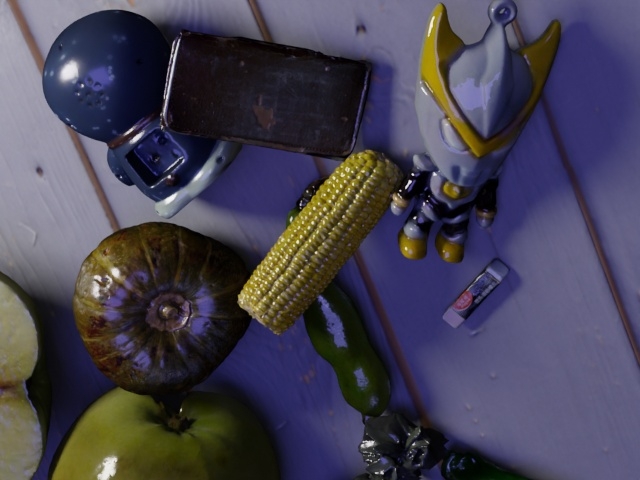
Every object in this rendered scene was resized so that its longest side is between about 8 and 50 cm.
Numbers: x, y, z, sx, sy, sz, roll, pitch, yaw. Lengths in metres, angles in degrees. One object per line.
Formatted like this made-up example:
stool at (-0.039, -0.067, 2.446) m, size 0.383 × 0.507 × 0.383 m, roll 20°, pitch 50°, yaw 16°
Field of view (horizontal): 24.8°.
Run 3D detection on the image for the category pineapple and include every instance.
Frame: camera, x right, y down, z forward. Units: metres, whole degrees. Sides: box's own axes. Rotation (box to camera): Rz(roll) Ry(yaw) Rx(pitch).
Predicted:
pineapple at (0.069, 0.315, 1.800) m, size 0.237 × 0.119 × 0.111 m, roll -55°, pitch 50°, yaw 21°

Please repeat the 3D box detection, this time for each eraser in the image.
eraser at (0.184, 0.064, 1.727) m, size 0.027 × 0.019 × 0.099 m, roll 40°, pitch 115°, yaw -2°

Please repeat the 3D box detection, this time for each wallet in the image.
wallet at (-0.061, -0.165, 1.646) m, size 0.232 × 0.031 × 0.122 m, roll 8°, pitch 102°, yaw -19°

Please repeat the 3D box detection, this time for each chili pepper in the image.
chili pepper at (0.245, 0.322, 1.785) m, size 0.216 × 0.062 × 0.108 m, roll 33°, pitch 108°, yaw 2°

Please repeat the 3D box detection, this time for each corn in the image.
corn at (0.000, 0.000, 1.683) m, size 0.081 × 0.081 × 0.248 m, roll 39°, pitch 94°, yaw -2°

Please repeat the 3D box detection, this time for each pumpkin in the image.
pumpkin at (-0.198, 0.079, 1.762) m, size 0.219 × 0.162 × 0.219 m, roll -4°, pitch 107°, yaw -12°

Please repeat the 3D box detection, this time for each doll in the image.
doll at (0.159, -0.122, 1.625) m, size 0.145 × 0.103 × 0.316 m, roll 18°, pitch 118°, yaw 4°

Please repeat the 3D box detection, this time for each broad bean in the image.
broad bean at (0.021, 0.079, 1.757) m, size 0.098 × 0.056 × 0.318 m, roll -7°, pitch 106°, yaw 17°

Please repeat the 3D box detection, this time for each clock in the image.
clock at (-0.209, -0.157, 1.687) m, size 0.199 × 0.146 × 0.243 m, roll -35°, pitch 105°, yaw 27°

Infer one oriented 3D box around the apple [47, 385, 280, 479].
apple at (-0.204, 0.328, 1.807) m, size 0.295 × 0.233 × 0.258 m, roll 15°, pitch 123°, yaw 7°

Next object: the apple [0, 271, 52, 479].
apple at (-0.500, 0.181, 1.807) m, size 0.360 × 0.312 × 0.320 m, roll -3°, pitch 148°, yaw 8°
